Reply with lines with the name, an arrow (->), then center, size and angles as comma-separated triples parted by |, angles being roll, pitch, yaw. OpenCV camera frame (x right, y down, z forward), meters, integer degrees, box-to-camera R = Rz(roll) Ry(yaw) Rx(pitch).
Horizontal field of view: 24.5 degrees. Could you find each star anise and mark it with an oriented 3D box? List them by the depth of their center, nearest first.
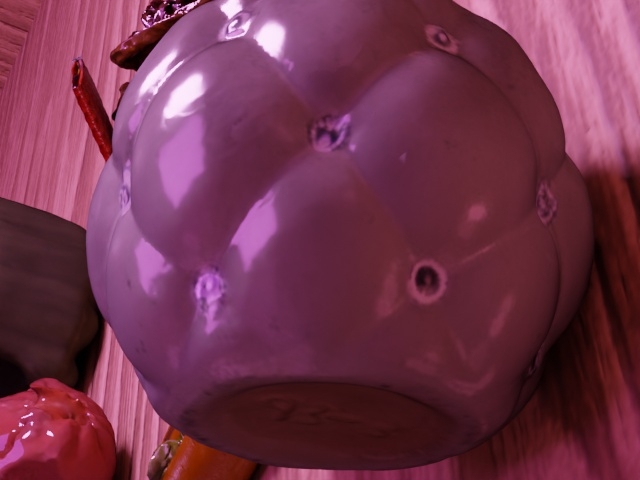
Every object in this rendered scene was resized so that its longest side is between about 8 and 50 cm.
star anise -> -0.148, -0.172, 1.461 | 0.190, 0.125, 0.220 | -139, 67, -73

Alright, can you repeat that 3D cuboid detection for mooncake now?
mooncake -> -0.381, 0.123, 1.701 | 0.351, 0.187, 0.351 | -50, 31, 46

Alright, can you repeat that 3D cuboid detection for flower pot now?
flower pot -> 0.008, -0.001, 0.710 | 0.246, 0.246, 0.195 | -41, 41, 54

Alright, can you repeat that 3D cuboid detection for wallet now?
wallet -> -0.210, -0.085, 1.500 | 0.103, 0.020, 0.196 | -119, 8, -65

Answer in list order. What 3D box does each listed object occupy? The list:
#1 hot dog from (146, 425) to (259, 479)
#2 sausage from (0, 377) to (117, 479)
hot dog -> -0.062, 0.104, 1.040 | 0.250, 0.068, 0.100 | -62, 22, 24
sausage -> -0.284, 0.250, 1.368 | 0.280, 0.152, 0.152 | -60, 22, 29
